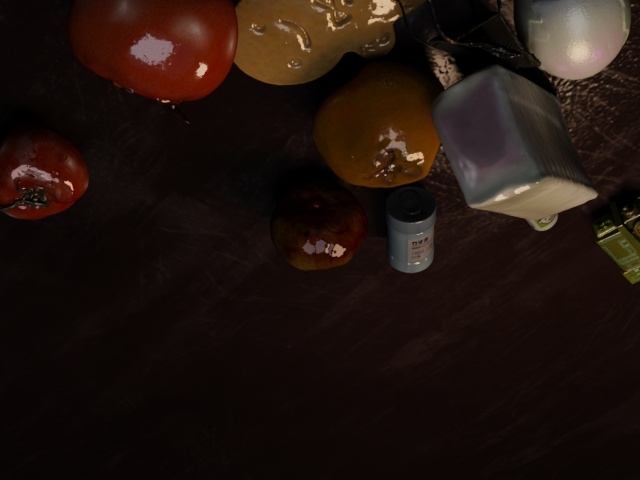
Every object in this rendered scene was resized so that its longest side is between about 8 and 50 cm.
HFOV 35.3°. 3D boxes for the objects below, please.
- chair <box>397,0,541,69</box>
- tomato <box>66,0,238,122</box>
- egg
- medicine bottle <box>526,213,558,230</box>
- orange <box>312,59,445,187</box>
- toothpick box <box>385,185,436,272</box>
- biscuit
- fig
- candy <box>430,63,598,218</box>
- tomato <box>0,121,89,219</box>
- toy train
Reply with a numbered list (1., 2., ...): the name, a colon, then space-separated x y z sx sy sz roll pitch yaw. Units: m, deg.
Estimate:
1. chair: 0.237 -0.328 1.560 0.149 0.174 0.213 -36 106 -8
2. tomato: -0.249 -0.322 1.521 0.256 0.256 0.224 17 117 -24
3. egg: 0.406 -0.351 1.611 0.183 0.183 0.217 -23 137 18
4. medicine bottle: 0.404 -0.109 1.979 0.092 0.061 0.221 -46 129 5
5. orange: 0.103 -0.190 1.742 0.249 0.183 0.249 -2 142 -1
6. toothpick box: 0.180 -0.021 2.012 0.101 0.101 0.153 -6 140 0
7. biscuit: 0.003 -0.375 1.633 0.355 0.052 0.275 -27 134 20
8. fig: -0.027 -0.020 1.976 0.191 0.190 0.290 11 171 -19
9. candy: 0.334 -0.154 1.710 0.145 0.208 0.359 -25 166 27
10. tomato: -0.504 -0.120 1.781 0.187 0.151 0.187 -8 135 -8
11. toy train: 0.656 -0.004 2.099 0.137 0.090 0.225 -28 134 27
